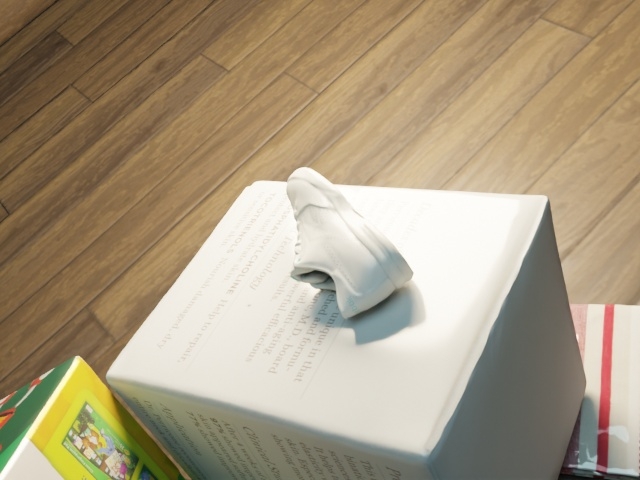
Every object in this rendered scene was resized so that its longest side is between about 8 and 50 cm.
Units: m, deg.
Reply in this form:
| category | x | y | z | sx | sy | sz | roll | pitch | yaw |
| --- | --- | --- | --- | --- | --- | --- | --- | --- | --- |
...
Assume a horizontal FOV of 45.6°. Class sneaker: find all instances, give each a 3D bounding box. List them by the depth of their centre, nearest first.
| category | x | y | z | sx | sy | sz | roll | pitch | yaw |
| --- | --- | --- | --- | --- | --- | --- | --- | --- | --- |
| sneaker | 0.000 | 0.000 | 0.773 | 0.094 | 0.080 | 0.212 | -42 | 39 | -2 |

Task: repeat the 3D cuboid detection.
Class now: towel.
| category | x | y | z | sx | sy | sz | roll | pitch | yaw |
| --- | --- | --- | --- | --- | --- | --- | --- | --- | --- |
| towel | 0.435 | 0.189 | 0.941 | 0.328 | 0.037 | 0.237 | 1 | 57 | 23 |

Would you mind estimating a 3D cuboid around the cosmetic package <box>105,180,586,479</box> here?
| category | x | y | z | sx | sy | sz | roll | pitch | yaw |
| --- | --- | --- | --- | --- | --- | --- | --- | --- | --- |
| cosmetic package | 0.053 | 0.161 | 0.879 | 0.393 | 0.330 | 0.327 | 6 | 47 | 34 |

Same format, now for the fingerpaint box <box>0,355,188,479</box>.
| category | x | y | z | sx | sy | sz | roll | pitch | yaw |
| --- | --- | --- | --- | --- | --- | --- | --- | --- | --- |
| fingerpaint box | -0.211 | 0.402 | 0.715 | 0.163 | 0.445 | 0.371 | -29 | 20 | 18 |
